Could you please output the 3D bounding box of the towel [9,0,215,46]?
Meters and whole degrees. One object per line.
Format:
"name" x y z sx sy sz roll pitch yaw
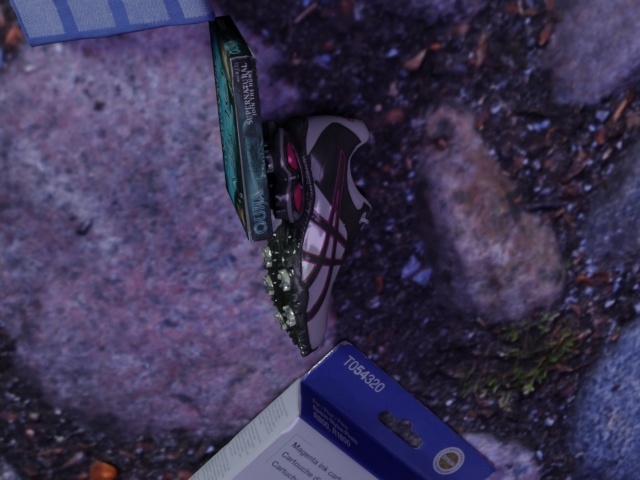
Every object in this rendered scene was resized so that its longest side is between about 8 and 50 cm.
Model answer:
"towel" -0.215 -0.301 0.879 0.209 0.034 0.285 -2 124 26

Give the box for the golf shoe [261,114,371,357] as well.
"golf shoe" 0.000 0.000 1.125 0.120 0.105 0.273 -13 121 -18

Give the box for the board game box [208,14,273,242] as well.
"board game box" -0.077 -0.108 1.028 0.026 0.126 0.186 -10 119 -11

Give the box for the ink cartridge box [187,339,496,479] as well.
"ink cartridge box" 0.018 0.329 1.325 0.330 0.071 0.324 -43 120 10
